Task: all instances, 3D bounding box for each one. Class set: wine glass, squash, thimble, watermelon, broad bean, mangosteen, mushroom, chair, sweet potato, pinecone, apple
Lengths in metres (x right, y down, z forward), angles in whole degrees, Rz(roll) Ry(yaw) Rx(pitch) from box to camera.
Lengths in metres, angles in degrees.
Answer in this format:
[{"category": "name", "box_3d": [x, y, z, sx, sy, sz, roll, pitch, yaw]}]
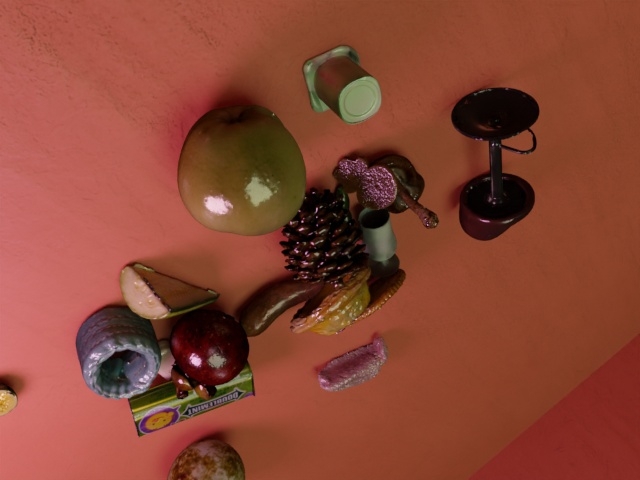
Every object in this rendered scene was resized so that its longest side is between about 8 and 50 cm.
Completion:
[{"category": "wine glass", "box_3d": [0.166, 0.003, 1.770, 0.103, 0.103, 0.231, -29, 141, -8]}, {"category": "squash", "box_3d": [-0.392, 0.134, 1.609, 0.093, 0.169, 0.252, -49, 168, 15]}, {"category": "thimble", "box_3d": [-0.507, 0.291, 1.578, 0.198, 0.143, 0.235, -25, 136, -12]}, {"category": "watermelon", "box_3d": [-0.806, 0.389, 1.527, 0.105, 0.062, 0.105, -22, 140, -20]}, {"category": "broad bean", "box_3d": [0.078, -0.062, 1.727, 0.069, 0.039, 0.227, -60, 146, -26]}, {"category": "mangosteen", "box_3d": [-0.308, 0.312, 1.651, 0.215, 0.215, 0.258, 22, 93, -41]}, {"category": "mushroom", "box_3d": [0.235, -0.116, 1.654, 0.227, 0.217, 0.148, 28, 108, -43]}, {"category": "chair", "box_3d": [0.491, -0.201, 1.747, 0.226, 0.226, 0.401, -27, 136, -11]}, {"category": "sweet potato", "box_3d": [-0.119, 0.171, 1.750, 0.292, 0.097, 0.097, -35, 136, 5]}, {"category": "pinecone", "box_3d": [0.000, 0.000, 1.609, 0.224, 0.224, 0.273, -27, 103, -10]}, {"category": "apple", "box_3d": [-0.165, -0.152, 1.335, 0.292, 0.292, 0.254, -17, 121, -20]}]

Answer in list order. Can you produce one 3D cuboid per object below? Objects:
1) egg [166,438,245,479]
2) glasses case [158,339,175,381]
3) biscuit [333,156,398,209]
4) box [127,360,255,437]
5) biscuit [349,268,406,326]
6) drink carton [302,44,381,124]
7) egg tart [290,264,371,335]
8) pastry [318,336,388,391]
[{"category": "egg", "box_3d": [-0.372, 0.771, 1.979, 0.238, 0.238, 0.289, 18, 123, -40]}, {"category": "glasses case", "box_3d": [-0.412, 0.353, 1.750, 0.083, 0.050, 0.196, -38, 136, -3]}, {"category": "biscuit", "box_3d": [0.122, -0.154, 1.614, 0.124, 0.175, 0.026, -61, 172, 23]}, {"category": "box", "box_3d": [-0.357, 0.439, 1.748, 0.345, 0.097, 0.134, -16, 134, -21]}, {"category": "biscuit", "box_3d": [0.156, 0.173, 1.851, 0.254, 0.254, 0.035, -39, 94, 2]}, {"category": "drink carton", "box_3d": [0.062, -0.346, 1.418, 0.144, 0.142, 0.146, -27, 133, -11]}, {"category": "egg tart", "box_3d": [0.040, 0.181, 1.751, 0.288, 0.288, 0.118, -38, 98, 1]}, {"category": "pastry", "box_3d": [0.115, 0.435, 2.109, 0.265, 0.103, 0.112, -27, 141, -8]}]
